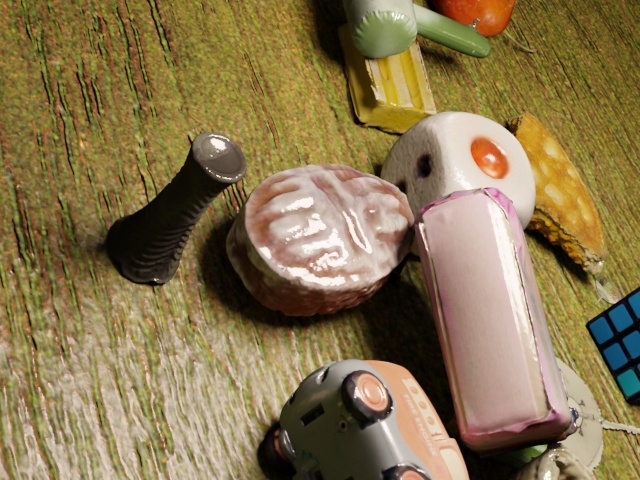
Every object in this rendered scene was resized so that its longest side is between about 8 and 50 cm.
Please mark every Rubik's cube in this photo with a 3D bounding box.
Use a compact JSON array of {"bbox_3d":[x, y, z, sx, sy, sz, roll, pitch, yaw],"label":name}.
[{"bbox_3d":[0.591,0.166,2.040,0.163,0.162,0.161,-8,66,-41],"label":"Rubik's cube"}]

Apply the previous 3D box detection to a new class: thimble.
[{"bbox_3d":[0.326,0.398,1.689,0.137,0.143,0.191,1,59,-35],"label":"thimble"}]

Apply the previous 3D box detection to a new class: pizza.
[{"bbox_3d":[0.429,-0.090,2.160,0.268,0.087,0.258,39,40,-8],"label":"pizza"}]

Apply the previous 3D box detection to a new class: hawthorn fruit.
[{"bbox_3d":[0.337,-0.442,2.337,0.285,0.165,0.165,47,39,-34],"label":"hawthorn fruit"}]

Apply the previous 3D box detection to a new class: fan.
[{"bbox_3d":[0.518,0.090,2.152,0.080,0.003,0.060,0,60,-37],"label":"fan"},{"bbox_3d":[0.445,0.293,1.944,0.414,0.012,0.233,15,54,-27],"label":"fan"}]

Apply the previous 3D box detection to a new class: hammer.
[{"bbox_3d":[0.184,-0.390,2.081,0.335,0.119,0.207,14,52,-35],"label":"hammer"}]

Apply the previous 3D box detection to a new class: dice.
[{"bbox_3d":[0.222,-0.085,1.927,0.193,0.192,0.194,9,56,-33],"label":"dice"}]

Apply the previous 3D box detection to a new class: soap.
[{"bbox_3d":[0.115,-0.301,2.085,0.135,0.076,0.233,11,53,-30],"label":"soap"}]

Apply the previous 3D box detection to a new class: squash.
[{"bbox_3d":[0.284,0.307,1.776,0.219,0.068,0.077,25,4,-16],"label":"squash"}]

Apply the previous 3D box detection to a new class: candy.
[{"bbox_3d":[0.000,0.000,1.727,0.289,0.157,0.214,-14,63,-36],"label":"candy"}]

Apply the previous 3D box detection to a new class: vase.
[{"bbox_3d":[-0.186,-0.045,1.561,0.115,0.237,0.115,20,50,-25],"label":"vase"}]

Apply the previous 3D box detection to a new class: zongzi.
[{"bbox_3d":[0.107,0.043,1.857,0.083,0.074,0.067,13,39,23],"label":"zongzi"}]

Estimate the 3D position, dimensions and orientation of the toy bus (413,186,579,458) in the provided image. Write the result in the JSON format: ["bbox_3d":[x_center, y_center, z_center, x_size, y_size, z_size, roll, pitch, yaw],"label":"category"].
[{"bbox_3d":[0.242,0.101,1.675,0.162,0.171,0.386,54,23,-71],"label":"toy bus"}]

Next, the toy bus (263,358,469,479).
[{"bbox_3d":[0.080,0.296,1.565,0.232,0.194,0.288,-2,60,-52],"label":"toy bus"}]

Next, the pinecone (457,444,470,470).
[{"bbox_3d":[0.178,0.322,1.686,0.077,0.077,0.083,35,34,-11],"label":"pinecone"}]
